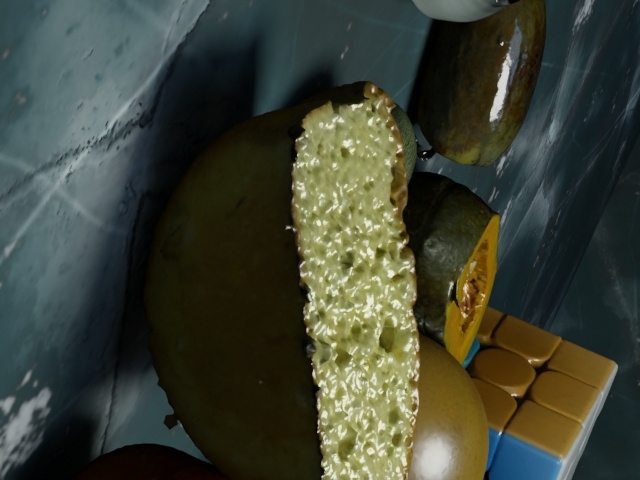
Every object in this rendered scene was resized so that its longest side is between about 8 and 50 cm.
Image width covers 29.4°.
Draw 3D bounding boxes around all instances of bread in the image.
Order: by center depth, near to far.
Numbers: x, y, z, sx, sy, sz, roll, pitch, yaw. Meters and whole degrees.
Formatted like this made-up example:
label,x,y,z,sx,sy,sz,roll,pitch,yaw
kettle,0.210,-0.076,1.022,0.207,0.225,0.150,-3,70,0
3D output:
label,x,y,z,sx,sy,sz,roll,pitch,yaw
bread,-0.037,0.051,0.961,0.194,0.179,0.340,-16,104,-60

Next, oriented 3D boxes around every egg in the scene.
label,x,y,z,sx,sy,sz,roll,pitch,yaw
egg,0.058,0.220,1.334,0.250,0.250,0.322,-62,166,-12

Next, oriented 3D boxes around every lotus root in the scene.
label,x,y,z,sx,sy,sz,roll,pitch,yaw
lotus root,0.185,-0.197,1.367,0.124,0.123,0.241,-39,147,-65

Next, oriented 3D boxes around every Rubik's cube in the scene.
label,x,y,z,sx,sy,sz,roll,pitch,yaw
Rubik's cube,0.244,0.303,1.869,0.291,0.292,0.290,-42,149,-52

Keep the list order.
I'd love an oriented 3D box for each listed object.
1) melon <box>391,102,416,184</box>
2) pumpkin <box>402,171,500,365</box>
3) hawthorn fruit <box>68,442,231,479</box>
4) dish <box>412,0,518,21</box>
label,x,y,z,sx,sy,sz,roll,pitch,yaw
melon,0.025,-0.070,1.104,0.167,0.114,0.114,-55,159,-34
pumpkin,0.124,0.068,1.514,0.222,0.139,0.317,-60,163,-26
hawthorn fruit,-0.161,0.304,0.935,0.299,0.211,0.211,-47,156,-18
dish,0.197,-0.329,1.160,0.273,0.134,0.273,-41,143,-42
